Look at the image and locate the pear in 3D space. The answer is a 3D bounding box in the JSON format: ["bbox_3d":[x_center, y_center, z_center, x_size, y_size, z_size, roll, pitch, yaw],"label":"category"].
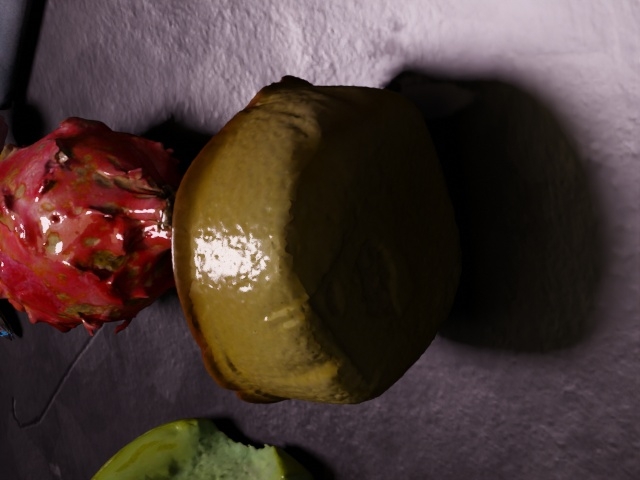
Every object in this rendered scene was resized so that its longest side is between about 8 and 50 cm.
[{"bbox_3d":[-0.164,0.311,1.290,0.286,0.282,0.176,13,121,36],"label":"pear"}]

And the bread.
[{"bbox_3d":[0.000,0.000,1.059,0.148,0.270,0.270,2,106,35],"label":"bread"}]

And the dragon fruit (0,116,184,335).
[{"bbox_3d":[-0.213,-0.019,1.278,0.268,0.210,0.205,-8,139,44],"label":"dragon fruit"}]

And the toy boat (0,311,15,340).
[{"bbox_3d":[-0.433,0.042,1.577,0.210,0.066,0.084,46,163,8],"label":"toy boat"}]

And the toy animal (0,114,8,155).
[{"bbox_3d":[-0.359,-0.078,1.439,0.208,0.100,0.103,44,172,-7],"label":"toy animal"}]

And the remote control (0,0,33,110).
[{"bbox_3d":[-0.323,-0.319,1.367,0.107,0.044,0.377,34,124,21],"label":"remote control"}]
